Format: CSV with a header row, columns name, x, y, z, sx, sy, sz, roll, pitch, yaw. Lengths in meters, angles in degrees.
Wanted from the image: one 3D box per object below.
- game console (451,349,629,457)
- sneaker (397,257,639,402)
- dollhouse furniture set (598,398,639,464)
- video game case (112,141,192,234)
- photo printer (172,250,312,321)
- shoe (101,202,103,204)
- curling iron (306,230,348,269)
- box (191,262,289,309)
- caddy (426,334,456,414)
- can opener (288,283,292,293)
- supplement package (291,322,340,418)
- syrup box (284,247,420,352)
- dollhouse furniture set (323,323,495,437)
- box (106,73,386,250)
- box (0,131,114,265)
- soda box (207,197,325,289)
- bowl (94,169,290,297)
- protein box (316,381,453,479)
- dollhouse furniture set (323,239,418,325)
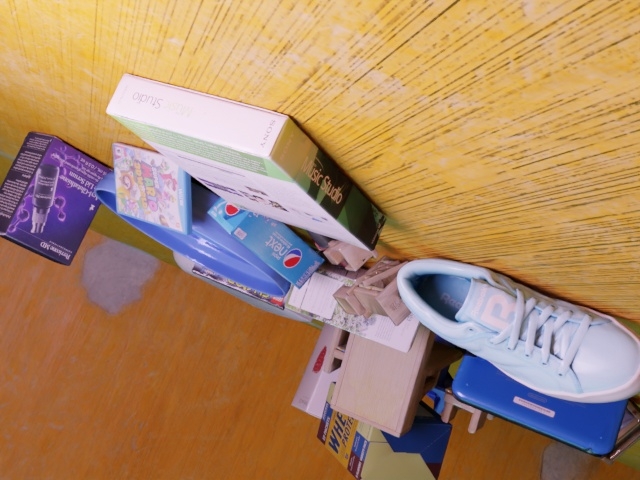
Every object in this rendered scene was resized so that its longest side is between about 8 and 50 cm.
name,x,y,z,sx,sy,sz,roll,pitch,yaw
game console,0.406,0.275,1.755,0.293,0.250,0.173,20,144,16
sneaker,0.254,0.117,1.281,0.366,0.135,0.150,16,174,36
dollhouse furniture set,0.579,0.351,2.005,0.129,0.129,0.183,34,-165,-49
video game case,-0.264,-0.083,1.494,0.166,0.119,0.015,16,-156,36
photo printer,-0.172,0.074,2.166,0.307,0.107,0.256,31,168,-38
shoe,-0.441,-0.091,2.003,0.178,0.063,0.081,9,159,43
curling iron,0.000,0.000,1.540,0.068,0.035,0.274,20,171,19
box,-0.150,0.054,1.975,0.207,0.114,0.036,23,171,3
caddy,0.318,0.350,2.351,0.241,0.179,0.341,23,171,8
can opener,-0.015,0.072,1.837,0.280,0.074,0.093,10,-162,40
supplement package,0.074,0.315,2.375,0.175,0.293,0.177,24,170,-11
syrup box,0.066,0.104,1.684,0.237,0.093,0.096,20,-163,3
dollhouse furniture set,0.198,0.222,2.005,0.362,0.256,0.394,20,-168,23
box,-0.077,-0.088,1.162,0.232,0.058,0.322,18,171,27
box,-0.511,-0.078,1.793,0.108,0.207,0.153,14,167,46
soda box,-0.082,-0.005,1.501,0.071,0.067,0.210,39,177,40
bowl,-0.217,-0.022,1.716,0.391,0.077,0.391,27,169,6
protein box,0.134,0.407,2.032,0.200,0.136,0.201,8,-168,-28
dollhouse furniture set,0.069,0.033,1.502,0.161,0.101,0.182,53,162,-17
